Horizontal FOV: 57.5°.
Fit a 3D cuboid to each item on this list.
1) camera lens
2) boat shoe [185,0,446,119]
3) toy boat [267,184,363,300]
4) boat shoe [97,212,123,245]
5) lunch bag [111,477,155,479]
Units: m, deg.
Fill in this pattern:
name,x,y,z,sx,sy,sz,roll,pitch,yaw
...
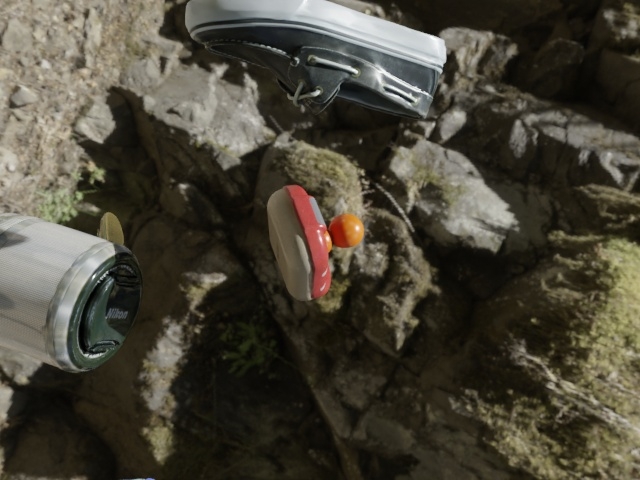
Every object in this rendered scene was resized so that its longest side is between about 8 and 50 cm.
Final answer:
name,x,y,z,sx,sy,sz,roll,pitch,yaw
camera lens,-0.457,0.082,0.976,0.219,0.274,0.220,17,90,-78
boat shoe,0.003,-0.215,0.712,0.121,0.334,0.119,-161,-103,-73
toy boat,0.000,0.000,0.968,0.231,0.151,0.151,95,-24,-64
boat shoe,-0.430,0.019,1.177,0.056,0.048,0.153,24,53,-71
lunch bag,-0.235,0.321,0.578,0.096,0.128,0.151,52,32,-69
